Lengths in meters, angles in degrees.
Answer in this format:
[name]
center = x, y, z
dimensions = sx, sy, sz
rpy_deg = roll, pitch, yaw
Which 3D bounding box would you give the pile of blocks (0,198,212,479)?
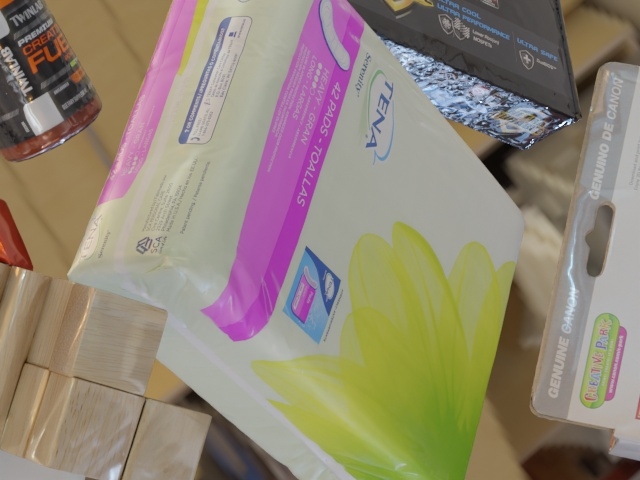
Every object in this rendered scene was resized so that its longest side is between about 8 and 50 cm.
[pile of blocks]
center = -0.221, 0.019, 0.947
dimensions = 0.362, 0.113, 0.149
rpy_deg = 17, 175, -3

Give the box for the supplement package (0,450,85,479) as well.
[supplement package]
center = -0.317, 0.154, 1.720
dimensions = 0.149, 0.194, 0.203
rpy_deg = -6, 155, 41

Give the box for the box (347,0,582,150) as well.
[box]
center = 0.077, -0.251, 1.656
dimensions = 0.295, 0.293, 0.073
rpy_deg = 18, 145, -39

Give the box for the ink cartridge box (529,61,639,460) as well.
[ink cartridge box]
center = 0.331, 0.032, 1.633
dimensions = 0.272, 0.309, 0.130
rpy_deg = 12, 169, 9

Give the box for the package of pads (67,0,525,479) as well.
[package of pads]
center = 0.000, 0.000, 1.177
dimensions = 0.101, 0.229, 0.296
rpy_deg = -6, 143, 35

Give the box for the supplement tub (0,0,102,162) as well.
[supplement tub]
center = -0.283, -0.175, 1.775
dimensions = 0.198, 0.106, 0.106
rpy_deg = 61, 163, -17
